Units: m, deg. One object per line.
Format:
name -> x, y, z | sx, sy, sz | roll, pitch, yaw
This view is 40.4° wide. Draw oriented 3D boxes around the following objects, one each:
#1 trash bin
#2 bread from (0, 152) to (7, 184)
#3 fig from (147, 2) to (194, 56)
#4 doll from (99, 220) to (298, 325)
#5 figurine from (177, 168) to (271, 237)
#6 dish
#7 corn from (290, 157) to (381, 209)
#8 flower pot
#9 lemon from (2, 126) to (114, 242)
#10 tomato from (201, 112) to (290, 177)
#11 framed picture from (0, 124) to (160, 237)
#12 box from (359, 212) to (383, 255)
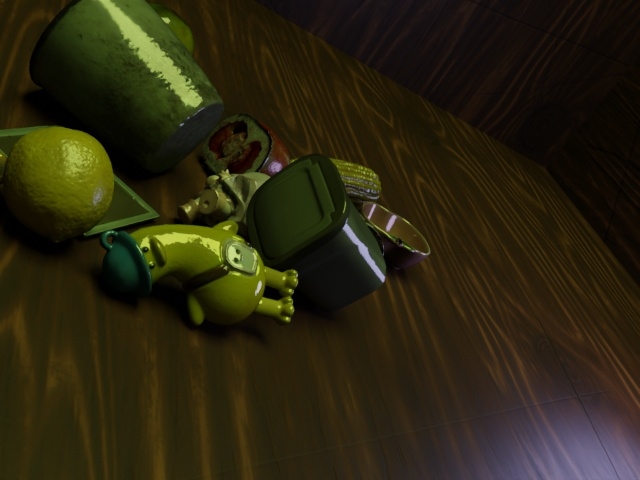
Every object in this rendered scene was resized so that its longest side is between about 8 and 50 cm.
trash bin -> 0.000, 0.000, 1.739 | 0.250, 0.219, 0.219 | 48, 19, -46
bread -> -0.560, -0.116, 1.476 | 0.049, 0.103, 0.062 | 3, 82, -36
fig -> -0.424, -0.500, 2.193 | 0.207, 0.207, 0.230 | 22, 23, -30
doll -> -0.209, 0.047, 1.506 | 0.363, 0.145, 0.199 | 20, 66, -28
figurine -> -0.174, -0.077, 1.818 | 0.200, 0.133, 0.276 | 48, 27, 19
dish -> 0.166, -0.001, 2.202 | 0.213, 0.090, 0.213 | 31, 21, -13
corn -> 0.021, -0.148, 2.236 | 0.345, 0.131, 0.131 | 3, 40, -52
flower pot -> -0.386, -0.327, 1.827 | 0.330, 0.293, 0.293 | 44, 23, 3
lemon -> -0.431, -0.091, 1.434 | 0.178, 0.178, 0.203 | 14, 66, -41
tomato -> -0.155, -0.178, 2.029 | 0.155, 0.181, 0.214 | 34, 19, -46
framed picture -> -0.468, -0.116, 1.629 | 0.293, 0.018, 0.231 | 42, 24, 12
box -> 0.058, 0.003, 1.982 | 0.151, 0.151, 0.135 | 28, 16, -18
